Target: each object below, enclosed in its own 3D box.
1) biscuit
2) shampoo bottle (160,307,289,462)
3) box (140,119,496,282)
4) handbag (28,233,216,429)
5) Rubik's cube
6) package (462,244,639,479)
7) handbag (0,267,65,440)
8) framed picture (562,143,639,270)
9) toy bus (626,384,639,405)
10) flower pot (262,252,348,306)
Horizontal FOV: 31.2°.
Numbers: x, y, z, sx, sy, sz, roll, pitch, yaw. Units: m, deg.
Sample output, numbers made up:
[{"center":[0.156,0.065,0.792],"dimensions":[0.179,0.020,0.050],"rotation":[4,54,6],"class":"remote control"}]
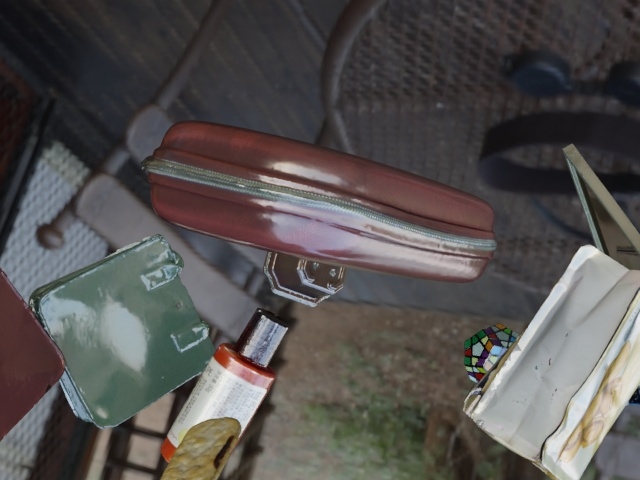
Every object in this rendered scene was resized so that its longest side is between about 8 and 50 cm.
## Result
[{"center":[-0.132,0.239,1.268],"dimensions":[0.071,0.147,0.018],"rotation":[-11,115,21],"class":"biscuit"},{"center":[-0.141,0.236,1.801],"dimensions":[0.104,0.278,0.104],"rotation":[30,-176,-2],"class":"shampoo bottle"},{"center":[0.013,-0.032,1.173],"dimensions":[0.263,0.108,0.404],"rotation":[14,-178,35],"class":"box"},{"center":[-0.315,0.146,1.870],"dimensions":[0.079,0.260,0.247],"rotation":[-9,107,62],"class":"handbag"},{"center":[0.346,0.231,2.280],"dimensions":[0.112,0.133,0.133],"rotation":[-4,152,19],"class":"Rubik's cube"},{"center":[0.358,0.172,1.642],"dimensions":[0.165,0.311,0.221],"rotation":[31,175,35],"class":"package"},{"center":[-0.528,0.181,1.670],"dimensions":[0.084,0.275,0.260],"rotation":[-7,122,38],"class":"handbag"},{"center":[0.577,0.050,2.123],"dimensions":[0.028,0.446,0.326],"rotation":[-25,125,5],"class":"framed picture"},{"center":[0.509,0.229,1.972],"dimensions":[0.106,0.090,0.185],"rotation":[-19,-176,-30],"class":"toy bus"},{"center":[0.000,0.000,2.241],"dimensions":[0.179,0.251,0.084],"rotation":[22,168,-37],"class":"flower pot"}]
